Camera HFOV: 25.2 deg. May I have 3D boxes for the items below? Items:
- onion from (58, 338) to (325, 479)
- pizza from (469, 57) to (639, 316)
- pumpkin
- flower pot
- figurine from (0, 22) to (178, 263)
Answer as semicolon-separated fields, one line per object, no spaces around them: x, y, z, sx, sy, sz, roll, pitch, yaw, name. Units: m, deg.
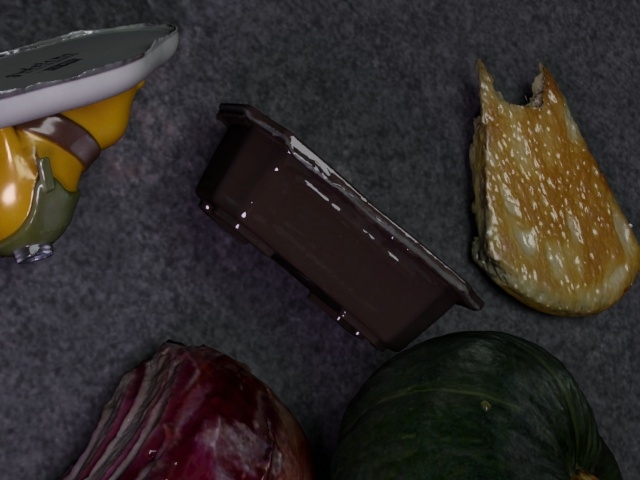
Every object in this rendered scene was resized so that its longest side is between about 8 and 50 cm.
-0.074;0.235;1.042;0.280;0.146;0.314;42;57;-15;onion
0.198;-0.048;1.333;0.181;0.034;0.262;-21;88;-32;pizza
0.119;0.217;1.093;0.300;0.207;0.300;49;33;-49;pumpkin
0.000;0.000;1.147;0.251;0.179;0.084;39;86;-15;flower pot
-0.192;-0.071;1.074;0.250;0.166;0.141;-28;115;-45;figurine
